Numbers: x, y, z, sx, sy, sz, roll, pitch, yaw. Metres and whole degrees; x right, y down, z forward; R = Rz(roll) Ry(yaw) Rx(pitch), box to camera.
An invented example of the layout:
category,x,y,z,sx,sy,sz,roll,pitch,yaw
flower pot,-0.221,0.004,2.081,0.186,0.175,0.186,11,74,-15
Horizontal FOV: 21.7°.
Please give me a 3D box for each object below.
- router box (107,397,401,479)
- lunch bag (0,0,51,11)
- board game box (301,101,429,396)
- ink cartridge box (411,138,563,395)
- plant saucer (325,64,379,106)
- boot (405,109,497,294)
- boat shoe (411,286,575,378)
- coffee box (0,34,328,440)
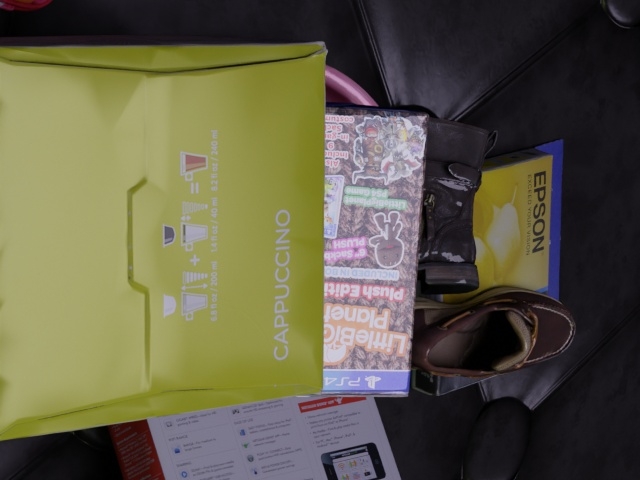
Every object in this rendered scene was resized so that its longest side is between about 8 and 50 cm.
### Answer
category,x,y,z,sx,sy,sz,roll,pitch,yaw
router box,-0.066,0.259,1.944,0.335,0.082,0.301,-6,72,-41
lunch bag,-0.365,-0.357,1.569,0.293,0.120,0.258,4,95,-46
board game box,0.000,0.000,1.758,0.141,0.232,0.291,2,96,-18
ink cartridge box,0.252,0.033,2.303,0.307,0.072,0.303,-14,111,-38
plant saucer,-0.067,-0.047,1.896,0.332,0.084,0.332,-2,97,-17
boot,0.092,-0.052,2.099,0.263,0.091,0.229,4,76,-10
boat shoe,0.227,0.131,2.179,0.342,0.123,0.123,4,101,-41
coffee box,-0.216,-0.025,1.592,0.338,0.334,0.337,-5,99,-31
